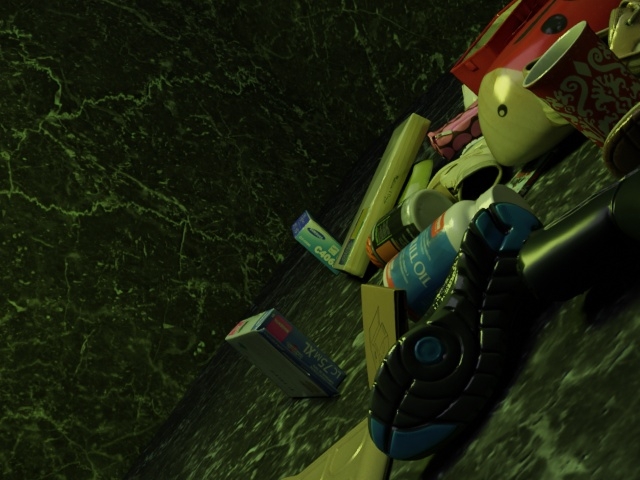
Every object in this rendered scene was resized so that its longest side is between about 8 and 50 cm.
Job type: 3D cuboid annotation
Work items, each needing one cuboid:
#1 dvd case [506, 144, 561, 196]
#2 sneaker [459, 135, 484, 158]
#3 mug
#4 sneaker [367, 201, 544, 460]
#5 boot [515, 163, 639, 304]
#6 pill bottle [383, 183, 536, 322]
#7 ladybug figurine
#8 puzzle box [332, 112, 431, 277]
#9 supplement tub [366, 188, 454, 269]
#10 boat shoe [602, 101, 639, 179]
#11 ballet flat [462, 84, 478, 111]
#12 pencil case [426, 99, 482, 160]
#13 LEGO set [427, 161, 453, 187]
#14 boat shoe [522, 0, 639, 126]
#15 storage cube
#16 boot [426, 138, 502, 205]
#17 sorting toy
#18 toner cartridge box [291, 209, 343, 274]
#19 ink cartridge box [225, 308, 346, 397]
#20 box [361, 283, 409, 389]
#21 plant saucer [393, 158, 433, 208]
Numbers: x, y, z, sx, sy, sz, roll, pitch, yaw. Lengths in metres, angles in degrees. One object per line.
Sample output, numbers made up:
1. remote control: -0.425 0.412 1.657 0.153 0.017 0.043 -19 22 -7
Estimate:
1. dvd case: 0.356 -0.113 1.431 0.119 0.013 0.087 -51 7 -7
2. sneaker: 0.347 -0.187 1.717 0.166 0.065 0.076 -48 10 22
3. mug: 0.373 -0.199 1.116 0.113 0.169 0.150 -46 7 30
4. sneaker: 0.173 0.122 1.004 0.340 0.125 0.139 -55 -20 -20
5. boot: 0.290 0.003 0.822 0.207 0.094 0.246 -41 3 30
6. pill bottle: 0.203 0.020 1.201 0.221 0.124 0.124 -45 8 35
7. ladybug figurine: 0.429 -0.325 1.442 0.449 0.162 0.305 -48 8 -13
8. puzzle box: 0.145 -0.102 2.064 0.272 0.052 0.408 177 117 -85
9. supplement tub: 0.173 -0.014 1.628 0.117 0.117 0.190 -54 8 -33
10. boat shoe: 0.427 -0.152 0.897 0.257 0.095 0.095 -34 5 37
11. ballet flat: 0.432 -0.402 2.173 0.316 0.106 0.107 -54 8 -33
12. pencil case: 0.349 -0.277 1.938 0.209 0.095 0.098 -39 -34 10
13. LEGO set: 0.299 -0.158 1.893 0.244 0.060 0.182 -48 3 18
14. boat shoe: 0.444 -0.276 1.160 0.341 0.110 0.121 -27 20 36
15. storage cube: 0.418 -0.369 1.699 0.183 0.193 0.215 -51 7 -12
16. boot: 0.276 -0.102 1.637 0.213 0.077 0.165 -43 11 27
17. sorting toy: -0.003 0.357 1.045 0.229 0.041 0.307 -41 10 27
18. toner cartridge box: 0.000 0.000 2.495 0.075 0.165 0.348 -49 7 3
19. ink cartridge box: -0.066 0.218 1.581 0.065 0.186 0.311 -49 7 -18
20. box: 0.093 0.148 1.197 0.201 0.021 0.164 174 93 -80
21. plant saucer: 0.196 -0.090 1.974 0.241 0.037 0.240 -156 90 -86
